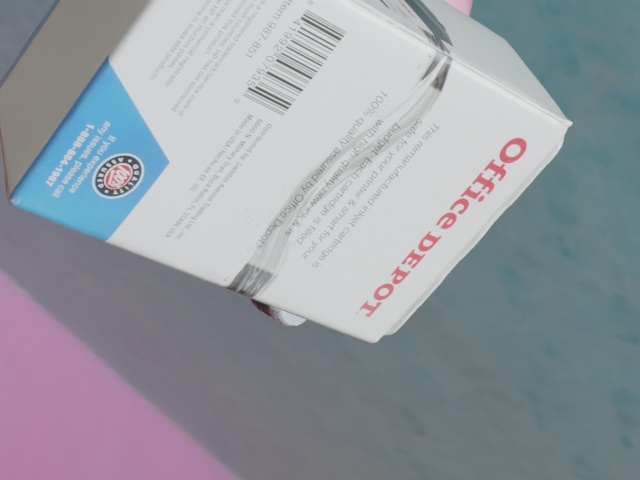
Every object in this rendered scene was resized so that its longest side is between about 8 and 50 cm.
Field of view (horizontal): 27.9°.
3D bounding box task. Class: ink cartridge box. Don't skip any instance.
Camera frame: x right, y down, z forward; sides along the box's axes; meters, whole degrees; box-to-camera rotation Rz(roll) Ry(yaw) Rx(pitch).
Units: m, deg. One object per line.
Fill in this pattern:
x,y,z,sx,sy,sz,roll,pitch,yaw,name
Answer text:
-0.025,-0.085,0.862,0.307,0.223,0.129,24,-152,-35,ink cartridge box

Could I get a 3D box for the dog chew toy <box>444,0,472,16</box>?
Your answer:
0.073,-0.340,1.500,0.206,0.332,0.207,3,144,2,dog chew toy

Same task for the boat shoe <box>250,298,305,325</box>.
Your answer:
0.000,0.000,1.493,0.076,0.228,0.080,18,156,41,boat shoe
